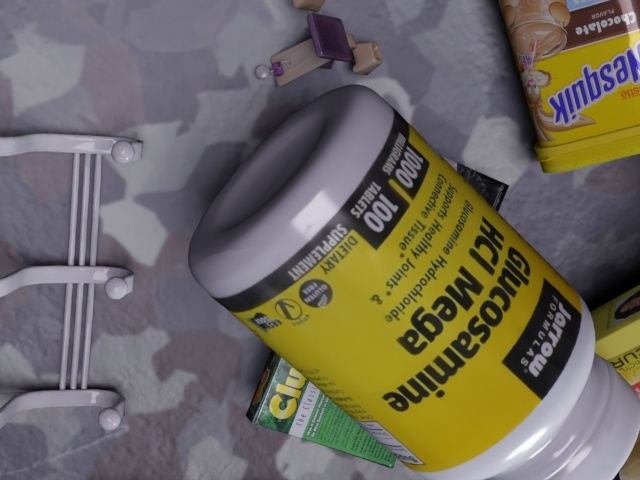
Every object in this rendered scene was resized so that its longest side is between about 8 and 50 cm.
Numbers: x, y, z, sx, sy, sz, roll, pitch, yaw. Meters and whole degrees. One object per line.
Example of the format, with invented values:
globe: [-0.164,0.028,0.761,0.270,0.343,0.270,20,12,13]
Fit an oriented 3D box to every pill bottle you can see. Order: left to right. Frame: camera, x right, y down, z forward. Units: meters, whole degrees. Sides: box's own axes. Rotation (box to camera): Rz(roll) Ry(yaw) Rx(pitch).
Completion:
pill bottle: [0.080,0.058,0.935,0.334,0.188,0.188,42,91,-18]

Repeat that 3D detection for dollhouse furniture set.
dollhouse furniture set: [-0.017,-0.184,1.022,0.081,0.091,0.114,-21,79,35]

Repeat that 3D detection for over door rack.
over door rack: [-0.306,0.028,0.962,0.324,0.108,0.239,4,99,-10]

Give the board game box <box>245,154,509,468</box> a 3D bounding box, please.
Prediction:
board game box: [0.048,0.049,1.039,0.136,0.030,0.259,22,92,-22]

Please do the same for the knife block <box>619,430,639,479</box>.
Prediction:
knife block: [0.385,0.139,1.039,0.242,0.275,0.088,-23,101,25]

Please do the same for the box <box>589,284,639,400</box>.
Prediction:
box: [0.267,0.090,1.039,0.232,0.058,0.087,-33,108,32]

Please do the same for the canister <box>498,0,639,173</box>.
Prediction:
canister: [0.218,-0.153,1.019,0.126,0.073,0.170,-14,102,22]
